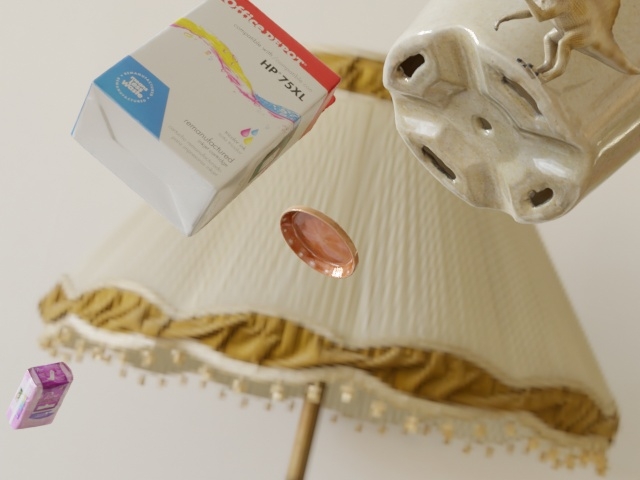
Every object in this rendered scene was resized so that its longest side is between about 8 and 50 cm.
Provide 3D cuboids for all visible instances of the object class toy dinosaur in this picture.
[{"bbox_3d":[0.195,-0.160,0.928,0.183,0.092,0.053,45,10,-34],"label":"toy dinosaur"}]

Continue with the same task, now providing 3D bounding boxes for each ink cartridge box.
[{"bbox_3d":[-0.080,-0.124,1.023,0.134,0.231,0.078,40,-40,3],"label":"ink cartridge box"}]

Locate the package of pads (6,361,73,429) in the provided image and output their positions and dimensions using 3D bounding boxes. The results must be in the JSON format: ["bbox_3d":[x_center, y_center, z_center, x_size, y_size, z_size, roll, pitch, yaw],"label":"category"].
[{"bbox_3d":[-0.309,0.172,1.335,0.050,0.083,0.032,-8,51,-44],"label":"package of pads"}]

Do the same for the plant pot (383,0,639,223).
[{"bbox_3d":[0.236,-0.190,1.157,0.334,0.305,0.334,35,-27,20],"label":"plant pot"}]

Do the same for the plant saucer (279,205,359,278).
[{"bbox_3d":[0.000,0.000,1.095,0.083,0.013,0.083,28,-33,20],"label":"plant saucer"}]
